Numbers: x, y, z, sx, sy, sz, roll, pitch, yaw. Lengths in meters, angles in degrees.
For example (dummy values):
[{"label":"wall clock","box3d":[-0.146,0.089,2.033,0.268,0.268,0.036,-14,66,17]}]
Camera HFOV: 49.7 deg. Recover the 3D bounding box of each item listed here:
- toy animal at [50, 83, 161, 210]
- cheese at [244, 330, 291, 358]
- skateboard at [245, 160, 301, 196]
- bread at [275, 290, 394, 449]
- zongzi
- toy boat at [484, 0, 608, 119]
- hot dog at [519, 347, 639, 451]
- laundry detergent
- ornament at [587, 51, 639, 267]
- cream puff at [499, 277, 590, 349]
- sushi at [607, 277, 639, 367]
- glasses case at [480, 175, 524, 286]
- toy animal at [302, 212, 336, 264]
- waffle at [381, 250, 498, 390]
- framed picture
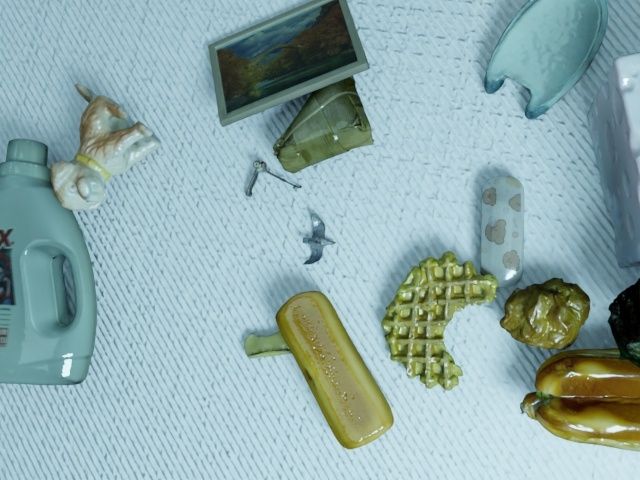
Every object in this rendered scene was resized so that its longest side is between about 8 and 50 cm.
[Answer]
[{"label":"toy animal","box3d":[-0.391,-0.149,1.144,0.183,0.104,0.185,35,85,15]},{"label":"cheese","box3d":[-0.081,0.160,1.085,0.083,0.030,0.044,-9,61,16]},{"label":"skateboard","box3d":[-0.077,-0.086,1.115,0.083,0.032,0.064,25,99,16]},{"label":"bread","box3d":[0.020,0.189,1.035,0.092,0.074,0.239,-29,78,1]},{"label":"zongzi","box3d":[-0.012,-0.206,1.091,0.160,0.078,0.176,-20,70,7]},{"label":"toy boat","box3d":[0.340,-0.287,1.029,0.134,0.078,0.208,36,103,22]},{"label":"hot dog","box3d":[0.435,0.211,0.921,0.336,0.100,0.135,1,81,3]},{"label":"laundry detergent","box3d":[-0.487,0.032,1.148,0.263,0.124,0.398,1,81,14]},{"label":"ornament","box3d":[0.499,-0.107,0.876,0.238,0.239,0.240,-10,81,12]},{"label":"cream puff","box3d":[0.315,0.099,0.960,0.122,0.116,0.094,9,98,-1]},{"label":"sushi","box3d":[0.471,0.106,0.836,0.224,0.127,0.124,13,58,-2]},{"label":"glasses case","box3d":[0.267,-0.013,1.018,0.063,0.041,0.164,1,85,15]},{"label":"toy animal","box3d":[0.000,0.000,1.085,0.050,0.028,0.084,9,86,22]},{"label":"waffle","box3d":[0.175,0.116,1.014,0.149,0.051,0.194,35,100,15]},{"label":"framed picture","box3d":[-0.058,-0.295,1.107,0.249,0.016,0.184,-19,58,10]}]
